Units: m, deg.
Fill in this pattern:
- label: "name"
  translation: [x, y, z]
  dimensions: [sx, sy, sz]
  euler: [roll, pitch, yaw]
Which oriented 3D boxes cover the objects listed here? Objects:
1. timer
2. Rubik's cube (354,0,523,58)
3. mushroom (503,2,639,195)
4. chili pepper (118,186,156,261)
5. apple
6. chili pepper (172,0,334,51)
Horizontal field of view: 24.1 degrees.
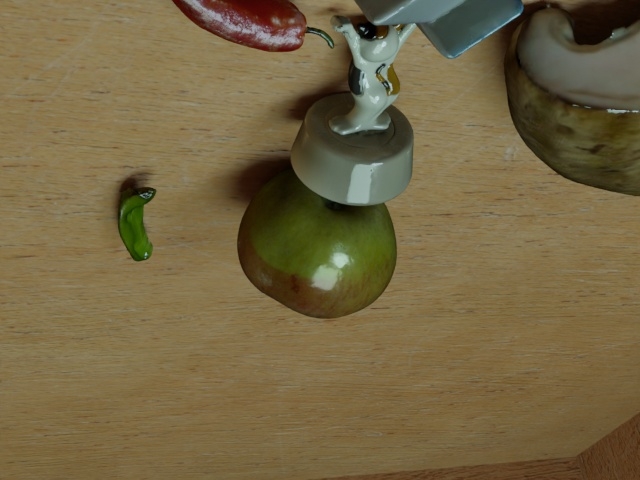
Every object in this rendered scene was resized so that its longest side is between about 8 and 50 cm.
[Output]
- label: "timer"
  translation: [0.064, -0.200, 2.046]
  dimensions: [0.175, 0.175, 0.266]
  euler: [-7, 136, -20]
- label: "Rubik's cube"
  translation: [0.136, -0.389, 1.351]
  dimensions: [0.387, 0.358, 0.368]
  euler: [-24, 166, -31]
- label: "mushroom"
  translation: [0.404, -0.168, 2.200]
  dimensions: [0.314, 0.224, 0.397]
  euler: [-14, 155, -13]
- label: "chili pepper"
  translation: [-0.277, -0.032, 2.240]
  dimensions: [0.052, 0.050, 0.201]
  euler: [-25, 156, -20]
- label: "apple"
  translation: [0.000, 0.000, 2.261]
  dimensions: [0.261, 0.261, 0.194]
  euler: [1, 136, -33]
- label: "chili pepper"
  translation: [-0.092, -0.277, 1.862]
  dimensions: [0.272, 0.071, 0.063]
  euler: [12, -179, -37]
